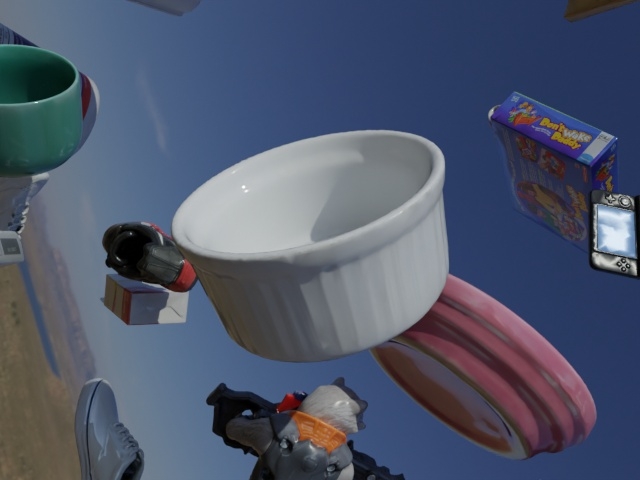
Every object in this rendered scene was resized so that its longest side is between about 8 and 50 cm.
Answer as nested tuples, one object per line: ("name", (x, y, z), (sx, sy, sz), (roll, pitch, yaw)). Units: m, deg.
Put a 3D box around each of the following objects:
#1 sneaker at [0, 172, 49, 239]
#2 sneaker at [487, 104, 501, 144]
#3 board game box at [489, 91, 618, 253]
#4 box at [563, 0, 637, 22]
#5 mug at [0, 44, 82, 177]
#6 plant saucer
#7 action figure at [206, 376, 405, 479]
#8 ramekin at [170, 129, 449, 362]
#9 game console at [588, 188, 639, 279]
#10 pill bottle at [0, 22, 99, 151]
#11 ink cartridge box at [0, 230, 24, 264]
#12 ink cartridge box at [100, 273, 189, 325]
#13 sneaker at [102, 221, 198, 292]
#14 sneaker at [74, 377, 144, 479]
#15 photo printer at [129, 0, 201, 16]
("sneaker", (-0.694, -0.048, 1.444), (0.129, 0.297, 0.111), (52, 13, 12))
("sneaker", (0.506, -0.240, 1.689), (0.161, 0.102, 0.282), (46, 15, -45))
("board game box", (0.493, -0.128, 1.366), (0.233, 0.078, 0.347), (39, -9, 37))
("box", (0.439, -0.393, 0.893), (0.201, 0.021, 0.165), (3, -111, 60))
("mug", (-0.312, -0.130, 0.661), (0.158, 0.129, 0.097), (46, -41, 36))
("plant saucer", (0.175, 0.166, 0.838), (0.332, 0.084, 0.332), (37, -20, 16))
("action figure", (-0.011, 0.339, 0.829), (0.178, 0.341, 0.330), (-159, -89, -80))
("ramekin", (0.000, 0.000, 0.680), (0.277, 0.277, 0.135), (36, -34, 57))
("game console", (0.486, -0.023, 1.004), (0.085, 0.124, 0.144), (107, -5, -65))
("pill bottle", (-0.551, -0.268, 1.106), (0.181, 0.323, 0.182), (-17, -120, 33))
("ink cartridge box", (-0.561, 0.042, 0.907), (0.189, 0.232, 0.066), (-155, -128, -87))
("ink cartridge box", (-0.351, 0.107, 1.290), (0.198, 0.115, 0.067), (16, -78, 54))
("sneaker", (-0.332, 0.012, 1.175), (0.276, 0.135, 0.098), (19, -92, 44))
("sneaker", (-0.324, 0.339, 1.039), (0.094, 0.091, 0.258), (61, 14, -65))
("photo printer", (-0.329, -0.446, 0.895), (0.107, 0.307, 0.256), (-47, -117, 29))
